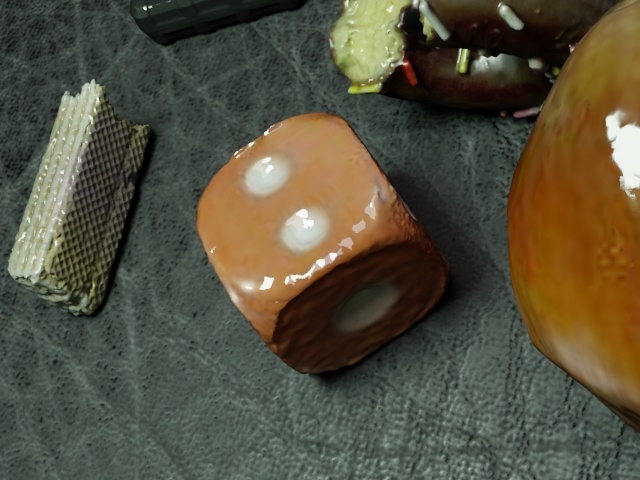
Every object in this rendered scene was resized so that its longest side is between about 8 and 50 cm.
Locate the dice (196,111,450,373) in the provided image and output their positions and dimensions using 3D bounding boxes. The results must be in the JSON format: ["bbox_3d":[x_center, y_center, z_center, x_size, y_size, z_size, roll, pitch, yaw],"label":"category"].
[{"bbox_3d":[0.000,0.000,1.152,0.175,0.174,0.179,-33,56,6],"label":"dice"}]

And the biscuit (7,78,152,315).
[{"bbox_3d":[-0.252,-0.045,1.331,0.062,0.108,0.239,-1,63,30],"label":"biscuit"}]

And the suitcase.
[{"bbox_3d":[-0.120,-0.377,1.480,0.206,0.066,0.285,-12,59,18],"label":"suitcase"}]

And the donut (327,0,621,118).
[{"bbox_3d":[0.167,-0.193,1.124,0.259,0.345,0.136,10,85,-16],"label":"donut"}]

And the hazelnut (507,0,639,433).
[{"bbox_3d":[0.295,-0.019,0.927,0.315,0.372,0.372,-12,57,41],"label":"hazelnut"}]
